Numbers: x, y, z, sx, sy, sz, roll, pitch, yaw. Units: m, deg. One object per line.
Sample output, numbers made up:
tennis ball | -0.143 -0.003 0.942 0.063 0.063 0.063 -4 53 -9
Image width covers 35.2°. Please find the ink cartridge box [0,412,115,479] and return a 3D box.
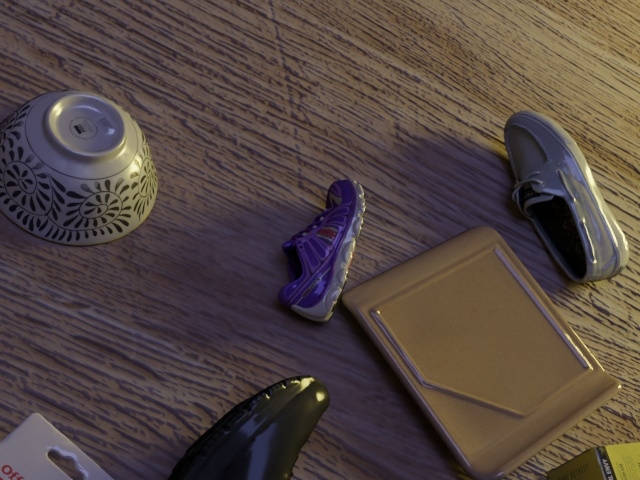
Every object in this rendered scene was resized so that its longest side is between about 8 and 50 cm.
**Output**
ink cartridge box | -0.243 0.228 0.749 0.104 0.060 0.180 40 51 5

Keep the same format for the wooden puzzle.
wooden puzzle | 0.164 0.109 1.037 0.221 0.044 0.238 -25 66 -35

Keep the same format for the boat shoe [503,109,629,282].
boat shoe | 0.269 -0.052 1.166 0.081 0.079 0.227 -15 69 -37

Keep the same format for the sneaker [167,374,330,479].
sneaker | -0.076 0.228 0.814 0.130 0.109 0.286 44 60 0

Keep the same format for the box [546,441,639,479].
box | 0.348 0.235 1.006 0.232 0.087 0.058 1 60 -26

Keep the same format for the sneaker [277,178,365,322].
sneaker | 0.000 0.000 1.016 0.071 0.068 0.169 20 52 -4

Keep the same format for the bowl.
bowl | -0.229 -0.086 0.958 0.170 0.080 0.170 12 55 -18
